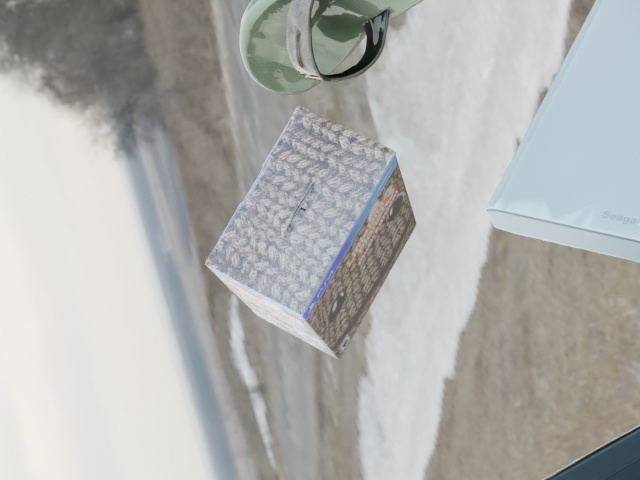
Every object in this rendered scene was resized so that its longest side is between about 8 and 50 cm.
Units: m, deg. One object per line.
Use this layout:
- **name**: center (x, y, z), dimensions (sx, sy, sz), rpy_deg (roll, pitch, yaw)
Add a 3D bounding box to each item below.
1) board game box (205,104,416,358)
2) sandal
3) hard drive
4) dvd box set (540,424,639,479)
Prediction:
- **board game box**: center (0.000, 0.000, 1.521), dimensions (0.141, 0.232, 0.291), rpy_deg (27, 171, 16)
- **sandal**: center (0.014, -0.197, 1.060), dimensions (0.303, 0.120, 0.086), rpy_deg (-27, 54, 57)
- **hard drive**: center (0.310, -0.124, 1.085), dimensions (0.203, 0.307, 0.040), rpy_deg (15, 154, 35)
- **dvd box set**: center (0.260, 0.332, 1.294), dimensions (0.062, 0.308, 0.420), rpy_deg (57, 159, 24)
